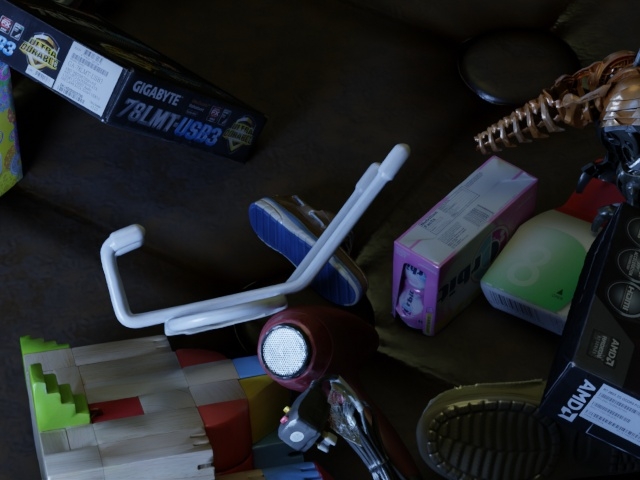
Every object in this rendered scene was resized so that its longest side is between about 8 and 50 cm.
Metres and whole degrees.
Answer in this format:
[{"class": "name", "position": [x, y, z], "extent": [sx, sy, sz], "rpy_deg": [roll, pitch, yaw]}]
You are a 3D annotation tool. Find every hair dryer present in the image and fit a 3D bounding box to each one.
[{"class": "hair dryer", "position": [0.022, 0.158, 1.775], "extent": [0.080, 0.223, 0.293], "rpy_deg": [-29, 29, 19]}]

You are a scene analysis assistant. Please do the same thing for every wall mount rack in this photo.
[{"class": "wall mount rack", "position": [-0.059, 0.009, 1.898], "extent": [0.304, 0.350, 0.131], "rpy_deg": [-13, 89, -6]}]

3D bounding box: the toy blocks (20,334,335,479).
[{"class": "toy blocks", "position": [-0.133, 0.184, 1.813], "extent": [0.260, 0.191, 0.381], "rpy_deg": [-8, 20, -11]}]

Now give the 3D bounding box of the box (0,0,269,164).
[{"class": "box", "position": [-0.249, -0.197, 2.178], "extent": [0.293, 0.073, 0.295], "rpy_deg": [33, 10, 28]}]

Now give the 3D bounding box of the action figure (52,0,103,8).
[{"class": "action figure", "position": [-0.412, -0.425, 2.361], "extent": [0.370, 0.275, 0.248], "rpy_deg": [49, 15, 6]}]

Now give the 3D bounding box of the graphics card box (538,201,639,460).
[{"class": "graphics card box", "position": [0.413, 0.139, 1.869], "extent": [0.371, 0.094, 0.233], "rpy_deg": [26, 49, 0]}]

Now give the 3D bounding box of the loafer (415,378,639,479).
[{"class": "loafer", "position": [0.210, 0.185, 1.893], "extent": [0.268, 0.102, 0.092], "rpy_deg": [3, 14, -21]}]

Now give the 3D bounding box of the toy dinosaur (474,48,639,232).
[{"class": "toy dinosaur", "position": [0.332, -0.130, 2.017], "extent": [0.321, 0.218, 0.164], "rpy_deg": [4, 39, 18]}]

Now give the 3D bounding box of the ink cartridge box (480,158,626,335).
[{"class": "ink cartridge box", "position": [0.305, 0.005, 2.052], "extent": [0.181, 0.056, 0.225], "rpy_deg": [22, 66, 35]}]

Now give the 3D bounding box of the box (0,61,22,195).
[{"class": "box", "position": [-0.531, -0.106, 2.128], "extent": [0.279, 0.177, 0.290], "rpy_deg": [27, 50, 24]}]

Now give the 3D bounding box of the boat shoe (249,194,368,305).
[{"class": "boat shoe", "position": [0.000, 0.000, 2.103], "extent": [0.066, 0.066, 0.183], "rpy_deg": [-27, 51, -27]}]

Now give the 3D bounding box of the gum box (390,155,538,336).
[{"class": "gum box", "position": [0.151, 0.008, 2.066], "extent": [0.062, 0.107, 0.188], "rpy_deg": [31, 52, 27]}]
